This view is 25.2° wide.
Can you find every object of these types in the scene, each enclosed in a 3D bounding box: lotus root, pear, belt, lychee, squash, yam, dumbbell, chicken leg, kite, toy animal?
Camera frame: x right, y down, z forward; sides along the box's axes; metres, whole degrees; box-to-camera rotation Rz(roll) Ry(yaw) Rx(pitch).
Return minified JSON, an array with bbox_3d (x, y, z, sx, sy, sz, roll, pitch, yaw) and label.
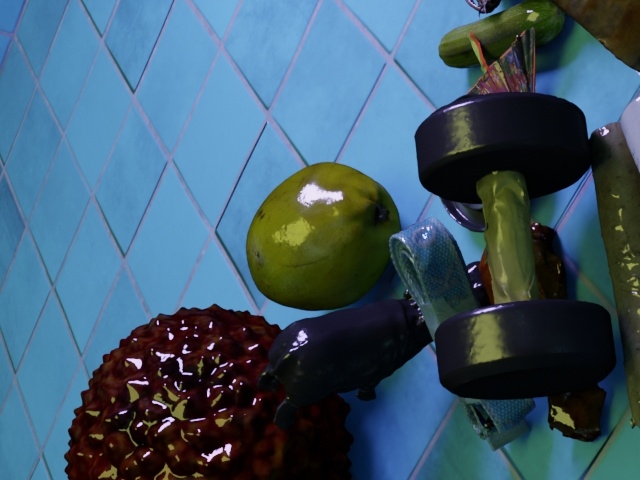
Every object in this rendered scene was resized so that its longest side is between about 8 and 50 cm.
[{"bbox_3d":[0.375,-0.312,1.638,0.188,0.199,0.180,39,117,4],"label":"lotus root"},{"bbox_3d":[0.000,0.000,2.091,0.269,0.212,0.212,-29,57,43],"label":"pear"},{"bbox_3d":[0.177,0.116,1.783,0.302,0.072,0.087,64,158,-5],"label":"belt"},{"bbox_3d":[-0.161,0.299,2.066,0.500,0.425,0.424,-177,96,-73],"label":"lychee"},{"bbox_3d":[0.242,-0.276,1.923,0.229,0.066,0.066,-10,73,56],"label":"squash"},{"bbox_3d":[0.368,0.039,1.632,0.083,0.083,0.371,-34,51,48],"label":"yam"},{"bbox_3d":[0.222,0.010,1.653,0.204,0.204,0.322,-27,62,51],"label":"dumbbell"},{"bbox_3d":[0.276,0.107,1.755,0.113,0.093,0.304,-39,54,30],"label":"chicken leg"},{"bbox_3d":[0.231,-0.193,1.910,0.241,0.014,0.183,-40,71,57],"label":"kite"},{"bbox_3d":[0.078,0.130,1.880,0.106,0.343,0.168,58,155,25],"label":"toy animal"}]

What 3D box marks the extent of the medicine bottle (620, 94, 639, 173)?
[{"bbox_3d":[0.413,-0.049,1.573,0.095,0.095,0.260,-48,42,39],"label":"medicine bottle"}]

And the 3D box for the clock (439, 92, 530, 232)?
[{"bbox_3d":[0.217,-0.104,1.901,0.184,0.040,0.184,14,107,57],"label":"clock"}]

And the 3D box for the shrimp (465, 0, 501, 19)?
[{"bbox_3d":[0.226,-0.352,1.930,0.075,0.073,0.190,-11,36,26],"label":"shrimp"}]
